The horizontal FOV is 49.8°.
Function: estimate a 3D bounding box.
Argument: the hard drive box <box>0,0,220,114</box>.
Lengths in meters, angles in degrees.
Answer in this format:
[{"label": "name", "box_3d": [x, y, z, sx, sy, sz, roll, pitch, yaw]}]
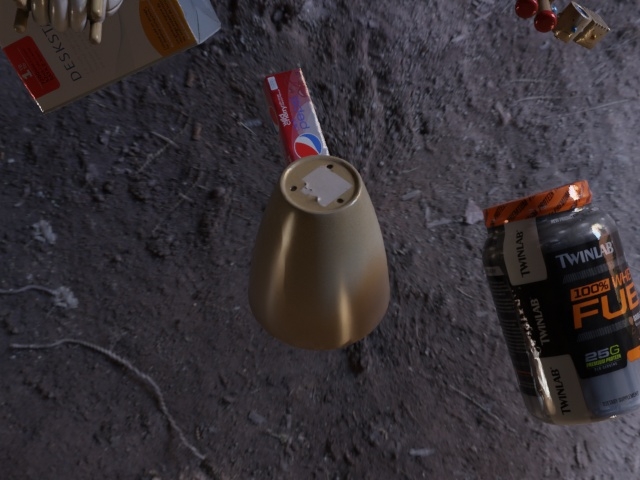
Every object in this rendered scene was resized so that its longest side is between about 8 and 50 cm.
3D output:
[{"label": "hard drive box", "box_3d": [-0.265, -0.279, 0.807, 0.232, 0.089, 0.181, -18, 115, 21]}]

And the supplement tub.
[{"label": "supplement tub", "box_3d": [0.374, 0.091, 1.060, 0.207, 0.207, 0.338, -17, 90, 4]}]

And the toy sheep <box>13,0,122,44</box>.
[{"label": "toy sheep", "box_3d": [-0.214, -0.216, 0.582, 0.132, 0.091, 0.091, 6, 94, -22]}]

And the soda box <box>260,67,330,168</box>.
[{"label": "soda box", "box_3d": [-0.047, -0.225, 1.477, 0.083, 0.092, 0.263, -16, 84, -14]}]

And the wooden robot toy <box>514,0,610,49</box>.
[{"label": "wooden robot toy", "box_3d": [0.228, -0.249, 0.661, 0.173, 0.076, 0.079, 25, 131, -23]}]

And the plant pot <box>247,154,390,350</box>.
[{"label": "plant pot", "box_3d": [0.000, 0.000, 1.141, 0.256, 0.274, 0.257, 1, 49, -1]}]
